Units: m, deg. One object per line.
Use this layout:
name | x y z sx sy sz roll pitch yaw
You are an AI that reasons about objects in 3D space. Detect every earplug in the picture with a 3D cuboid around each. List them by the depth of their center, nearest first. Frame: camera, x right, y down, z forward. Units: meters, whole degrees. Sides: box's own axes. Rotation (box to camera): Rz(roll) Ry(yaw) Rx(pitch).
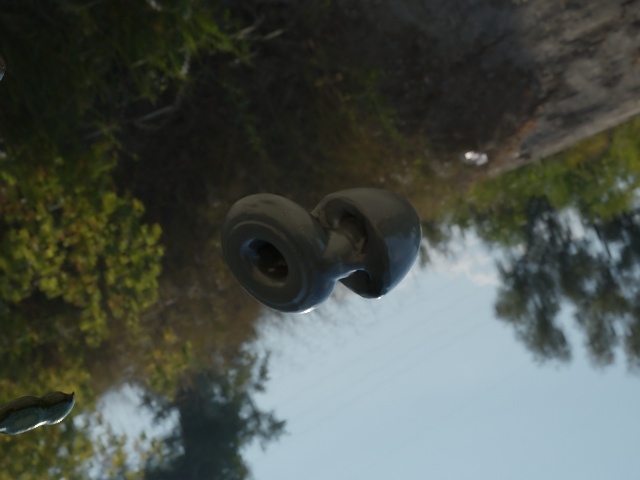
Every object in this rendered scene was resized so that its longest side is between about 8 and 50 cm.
earplug | -0.001 0.007 1.762 0.325 0.214 0.175 -5 -149 9

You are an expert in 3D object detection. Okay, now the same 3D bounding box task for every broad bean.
broad bean | -0.586 0.349 2.095 0.056 0.098 0.318 22 -148 31

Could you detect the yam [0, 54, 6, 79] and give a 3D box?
yam | -0.565 -0.301 1.800 0.084 0.084 0.127 -23 159 0
